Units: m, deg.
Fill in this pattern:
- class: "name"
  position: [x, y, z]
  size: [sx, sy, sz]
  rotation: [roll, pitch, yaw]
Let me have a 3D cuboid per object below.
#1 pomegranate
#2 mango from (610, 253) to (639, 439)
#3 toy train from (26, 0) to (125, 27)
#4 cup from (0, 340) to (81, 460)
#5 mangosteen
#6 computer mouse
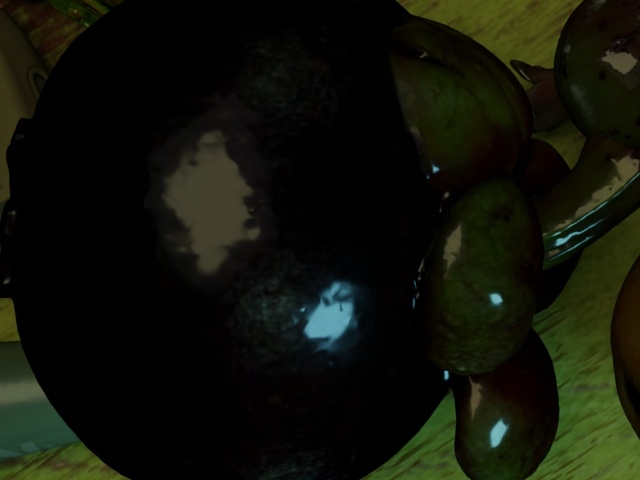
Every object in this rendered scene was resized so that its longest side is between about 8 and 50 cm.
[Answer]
- class: "pomegranate"
  position: [0.220, -0.125, 1.297]
  size: [0.159, 0.129, 0.129]
  rotation: [9, 80, 65]
- class: "mango"
  position: [0.327, 0.029, 1.173]
  size: [0.317, 0.211, 0.173]
  rotation: [-43, 27, 3]
- class: "toy train"
  position: [-0.196, -0.237, 1.438]
  size: [0.296, 0.160, 0.100]
  rotation: [17, 79, 22]
- class: "cup"
  position: [-0.247, 0.125, 1.416]
  size: [0.141, 0.120, 0.120]
  rotation: [-10, 76, 4]
- class: "mangosteen"
  position: [0.000, 0.000, 1.231]
  size: [0.435, 0.382, 0.382]
  rotation: [6, 81, -5]
- class: "computer mouse"
  position: [-0.277, -0.079, 1.475]
  size: [0.145, 0.082, 0.236]
  rotation: [-29, 69, 13]
